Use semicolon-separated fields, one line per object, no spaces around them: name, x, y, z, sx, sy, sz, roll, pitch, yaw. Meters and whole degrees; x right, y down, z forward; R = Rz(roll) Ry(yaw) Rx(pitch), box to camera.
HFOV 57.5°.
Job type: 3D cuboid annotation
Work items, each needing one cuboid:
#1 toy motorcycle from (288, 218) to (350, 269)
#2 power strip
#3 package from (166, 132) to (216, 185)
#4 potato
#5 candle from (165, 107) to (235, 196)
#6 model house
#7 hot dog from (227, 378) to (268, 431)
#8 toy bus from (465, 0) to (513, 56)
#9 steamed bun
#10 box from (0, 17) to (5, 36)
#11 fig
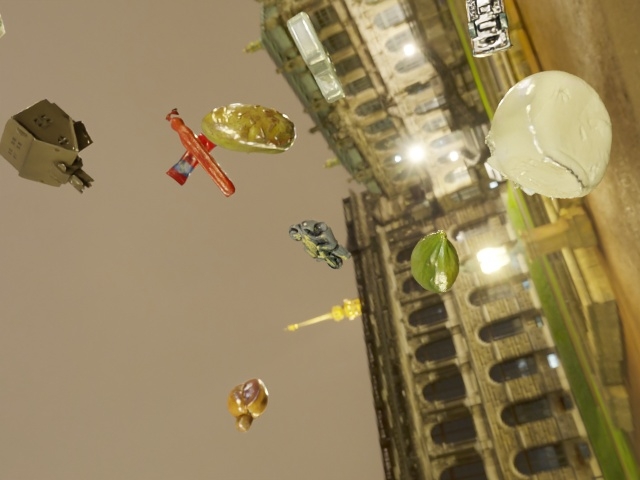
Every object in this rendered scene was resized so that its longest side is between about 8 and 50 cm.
toy motorcycle;0.000;0.000;1.652;0.193;0.124;0.061;37;-135;4
power strip;0.001;-0.443;1.470;0.194;0.059;0.265;64;-172;2
package;-0.468;-0.296;2.116;0.083;0.200;0.022;36;170;15
potato;-0.224;-0.354;1.839;0.176;0.297;0.141;-104;24;-50
candle;-0.369;-0.266;1.799;0.048;0.051;0.329;-33;-99;-33
model house;-0.731;-0.248;1.646;0.243;0.211;0.204;45;-132;-9
hot dog;-0.156;0.353;1.258;0.140;0.089;0.060;-132;34;-74
toy bus;0.412;-0.558;1.445;0.114;0.098;0.201;-14;-85;-67
steamed bun;0.610;-0.284;1.581;0.333;0.233;0.312;37;-113;-24
box;-0.774;-0.503;1.370;0.024;0.083;0.054;31;-115;-6
fig;0.356;0.061;1.853;0.233;0.167;0.167;52;-155;-41
